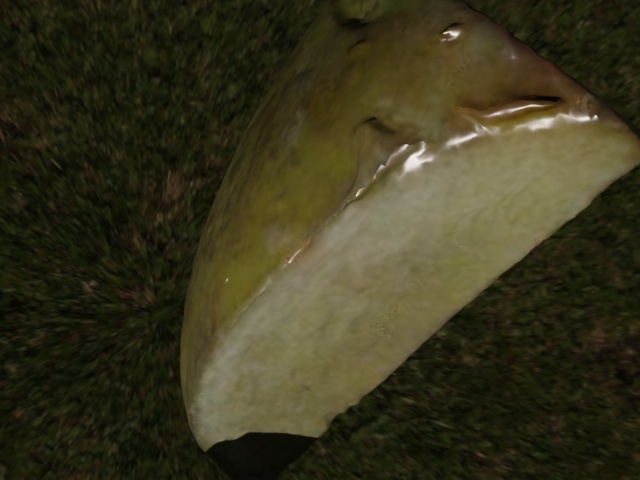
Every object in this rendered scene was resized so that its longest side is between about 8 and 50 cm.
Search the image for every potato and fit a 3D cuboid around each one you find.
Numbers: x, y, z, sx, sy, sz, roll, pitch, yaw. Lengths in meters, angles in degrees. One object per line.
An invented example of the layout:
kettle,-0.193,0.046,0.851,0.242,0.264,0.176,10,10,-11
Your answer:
potato,0.000,0.000,0.624,0.112,0.269,0.255,31,97,-17
